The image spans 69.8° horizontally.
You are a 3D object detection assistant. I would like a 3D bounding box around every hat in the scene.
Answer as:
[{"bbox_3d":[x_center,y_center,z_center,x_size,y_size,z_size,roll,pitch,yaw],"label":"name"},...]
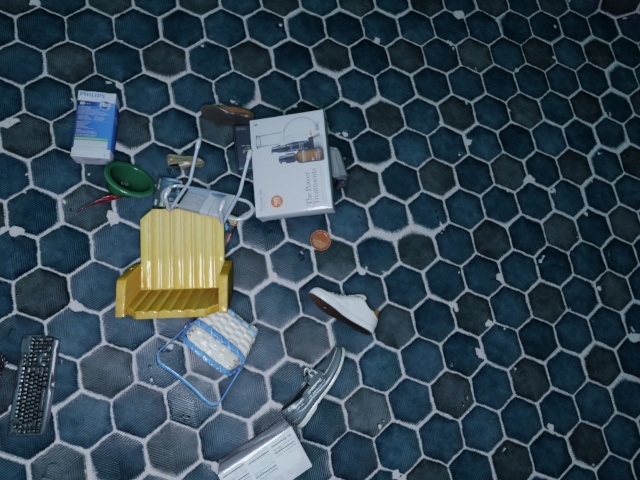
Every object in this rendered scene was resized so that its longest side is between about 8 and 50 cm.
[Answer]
[{"bbox_3d":[-0.744,-0.170,1.688,0.208,0.183,0.173,23,35,-29],"label":"hat"}]

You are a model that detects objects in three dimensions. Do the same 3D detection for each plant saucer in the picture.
[{"bbox_3d":[0.000,0.000,1.810,0.083,0.013,0.084,2,77,-10],"label":"plant saucer"}]

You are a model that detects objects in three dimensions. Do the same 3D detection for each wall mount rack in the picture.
[{"bbox_3d":[-0.392,-0.208,1.644,0.349,0.131,0.304,13,50,6],"label":"wall mount rack"}]

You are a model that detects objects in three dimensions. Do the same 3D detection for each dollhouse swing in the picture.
[{"bbox_3d":[-0.480,0.062,1.546,0.346,0.315,0.305,0,102,-6],"label":"dollhouse swing"}]

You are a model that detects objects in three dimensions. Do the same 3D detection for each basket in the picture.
[{"bbox_3d":[-0.363,0.373,1.540,0.254,0.201,0.289,41,42,0],"label":"basket"}]

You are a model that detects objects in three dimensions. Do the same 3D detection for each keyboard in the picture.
[{"bbox_3d":[-0.978,0.469,1.497,0.201,0.033,0.318,3,76,-11],"label":"keyboard"}]

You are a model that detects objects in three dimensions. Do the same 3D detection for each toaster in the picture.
[{"bbox_3d":[-0.005,-0.278,1.814,0.226,0.129,0.147,-9,76,-6],"label":"toaster"}]

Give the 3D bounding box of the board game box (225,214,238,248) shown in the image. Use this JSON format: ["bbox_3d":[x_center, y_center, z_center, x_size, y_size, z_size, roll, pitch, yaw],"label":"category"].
[{"bbox_3d":[-0.412,-0.050,1.719,0.170,0.048,0.141,21,74,-6],"label":"board game box"}]

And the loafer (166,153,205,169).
[{"bbox_3d":[-0.515,-0.293,1.750,0.147,0.056,0.050,6,77,0],"label":"loafer"}]

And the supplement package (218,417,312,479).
[{"bbox_3d":[-0.187,0.732,1.511,0.261,0.204,0.145,-28,84,-16],"label":"supplement package"}]

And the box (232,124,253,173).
[{"bbox_3d":[-0.223,-0.365,1.821,0.232,0.059,0.184,-5,80,-12],"label":"box"}]

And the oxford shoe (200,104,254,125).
[{"bbox_3d":[-0.368,-0.505,1.829,0.212,0.076,0.076,11,46,-7],"label":"oxford shoe"}]

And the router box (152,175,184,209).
[{"bbox_3d":[-0.569,-0.172,1.718,0.092,0.038,0.123,9,76,-9],"label":"router box"}]

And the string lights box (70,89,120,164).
[{"bbox_3d":[-0.829,-0.416,1.698,0.133,0.077,0.260,3,77,-11],"label":"string lights box"}]

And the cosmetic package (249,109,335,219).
[{"bbox_3d":[-0.105,-0.275,1.705,0.284,0.097,0.378,-7,80,10],"label":"cosmetic package"}]

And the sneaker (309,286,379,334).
[{"bbox_3d":[0.093,0.238,1.741,0.290,0.106,0.123,33,64,-11],"label":"sneaker"}]

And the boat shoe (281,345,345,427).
[{"bbox_3d":[-0.023,0.505,1.643,0.099,0.116,0.320,35,78,-6],"label":"boat shoe"}]
